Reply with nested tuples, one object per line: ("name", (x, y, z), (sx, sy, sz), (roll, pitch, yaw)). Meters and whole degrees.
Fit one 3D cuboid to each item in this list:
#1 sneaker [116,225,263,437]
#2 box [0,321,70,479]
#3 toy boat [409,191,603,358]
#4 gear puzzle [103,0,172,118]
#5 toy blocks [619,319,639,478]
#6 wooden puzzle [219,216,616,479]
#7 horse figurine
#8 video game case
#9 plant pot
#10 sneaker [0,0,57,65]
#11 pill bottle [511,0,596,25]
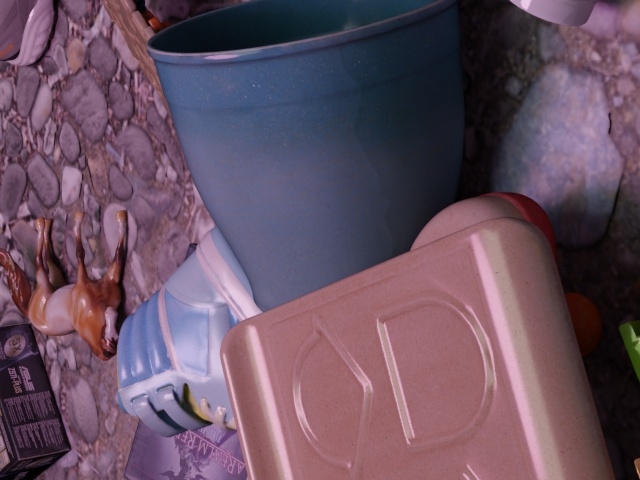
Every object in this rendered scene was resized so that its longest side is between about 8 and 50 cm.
("sneaker", (-0.077, 0.164, 1.529), (0.208, 0.127, 0.319), (-38, 67, 15))
("box", (-0.412, 0.218, 2.019), (0.147, 0.077, 0.180), (-40, 66, 45))
("toy boat", (0.167, 0.074, 1.275), (0.151, 0.151, 0.231), (-19, 81, 53))
("gear puzzle", (-0.131, -0.149, 1.621), (0.339, 0.044, 0.175), (58, 170, 10))
("toy blocks", (0.392, 0.184, 1.036), (0.261, 0.191, 0.381), (-29, 72, 35))
("wooden puzzle", (0.085, 0.177, 1.213), (0.348, 0.080, 0.322), (-23, 78, 45))
("horse figurine", (-0.303, 0.055, 1.885), (0.263, 0.066, 0.174), (-4, 86, 47))
("video game case", (-0.111, 0.160, 1.661), (0.196, 0.026, 0.274), (23, 98, 45))
("plant pot", (0.008, -0.076, 1.375), (0.272, 0.272, 0.255), (8, 116, 48))
("sneaker", (-0.362, -0.332, 1.869), (0.100, 0.108, 0.271), (41, 123, 40))
("pill bottle", (0.209, -0.265, 1.218), (0.103, 0.103, 0.184), (45, 126, 36))
